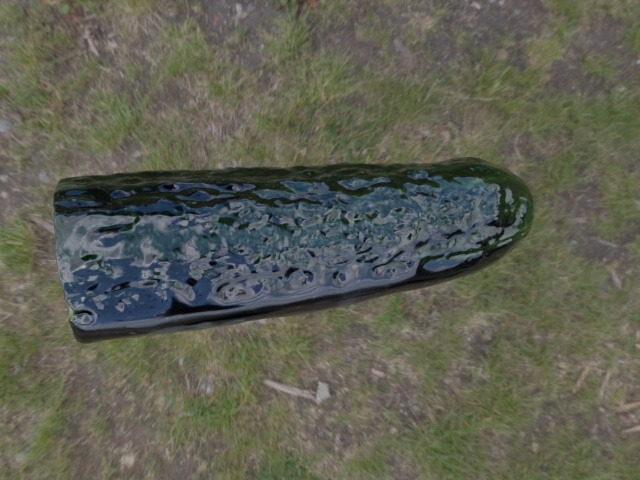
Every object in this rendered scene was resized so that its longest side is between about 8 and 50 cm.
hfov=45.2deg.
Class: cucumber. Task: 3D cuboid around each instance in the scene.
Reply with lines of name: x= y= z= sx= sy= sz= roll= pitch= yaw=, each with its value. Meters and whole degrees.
cucumber: x=0.000 y=-0.001 z=0.367 sx=0.241 sy=0.074 sz=0.074 roll=-6 pitch=87 yaw=-21
